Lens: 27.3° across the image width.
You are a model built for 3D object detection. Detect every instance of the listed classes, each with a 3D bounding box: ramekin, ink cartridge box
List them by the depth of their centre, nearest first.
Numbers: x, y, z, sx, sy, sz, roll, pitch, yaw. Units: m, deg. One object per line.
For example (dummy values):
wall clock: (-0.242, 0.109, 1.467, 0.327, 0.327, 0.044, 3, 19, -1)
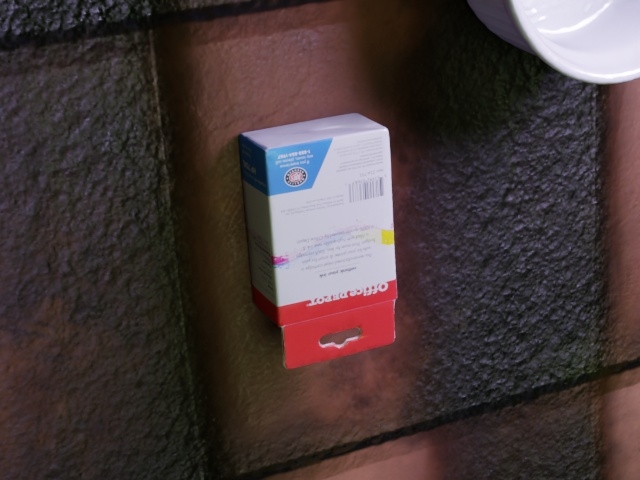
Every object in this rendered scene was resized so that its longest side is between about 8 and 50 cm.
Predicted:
ramekin: (0.267, -0.304, 1.321, 0.277, 0.135, 0.277, -8, 110, -23)
ink cartridge box: (0.000, 0.000, 1.324, 0.134, 0.078, 0.231, -12, 111, -22)
